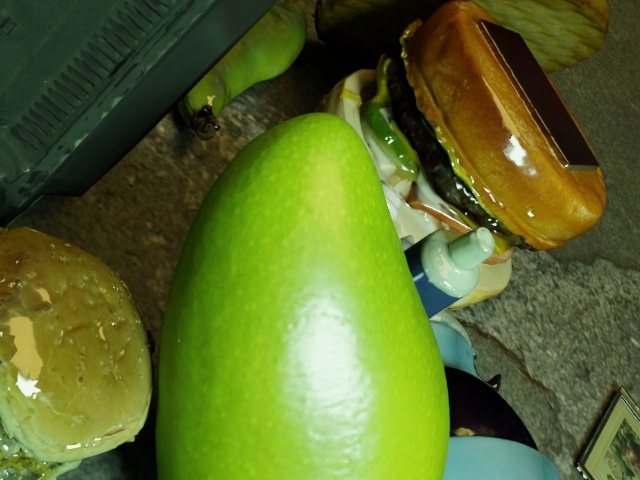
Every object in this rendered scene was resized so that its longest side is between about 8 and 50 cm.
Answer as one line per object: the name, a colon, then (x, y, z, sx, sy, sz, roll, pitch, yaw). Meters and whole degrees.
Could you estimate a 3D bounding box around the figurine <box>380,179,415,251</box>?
figurine: (0.000, 0.000, 0.914, 0.208, 0.128, 0.184, 33, -15, 27)

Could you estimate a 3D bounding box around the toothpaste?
toothpaste: (0.034, 0.057, 0.818, 0.069, 0.268, 0.047, 27, 51, -22)

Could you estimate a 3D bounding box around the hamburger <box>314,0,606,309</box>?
hamburger: (0.126, -0.079, 1.091, 0.291, 0.225, 0.291, 39, 32, -30)

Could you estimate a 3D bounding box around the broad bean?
broad bean: (-0.079, -0.171, 1.087, 0.075, 0.067, 0.325, 20, 37, 7)

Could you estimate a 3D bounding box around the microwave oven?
microwave oven: (-0.178, -0.210, 0.735, 0.286, 0.355, 0.218, 46, 34, -9)

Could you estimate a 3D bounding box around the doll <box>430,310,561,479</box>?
doll: (0.095, 0.174, 0.896, 0.177, 0.141, 0.314, 6, 36, -14)

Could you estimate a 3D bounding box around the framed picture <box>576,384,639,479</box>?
framed picture: (0.364, 0.277, 1.232, 0.195, 0.010, 0.199, 53, 34, 1)

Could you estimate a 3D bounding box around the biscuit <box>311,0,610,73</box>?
biscuit: (0.150, -0.233, 1.204, 0.318, 0.318, 0.040, 11, 78, -44)

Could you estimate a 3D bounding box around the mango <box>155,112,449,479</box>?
mango: (-0.010, 0.089, 0.716, 0.192, 0.343, 0.156, -6, 20, -24)

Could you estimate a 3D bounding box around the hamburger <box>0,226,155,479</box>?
hamburger: (-0.171, 0.066, 0.688, 0.159, 0.131, 0.185, 47, 32, -8)
